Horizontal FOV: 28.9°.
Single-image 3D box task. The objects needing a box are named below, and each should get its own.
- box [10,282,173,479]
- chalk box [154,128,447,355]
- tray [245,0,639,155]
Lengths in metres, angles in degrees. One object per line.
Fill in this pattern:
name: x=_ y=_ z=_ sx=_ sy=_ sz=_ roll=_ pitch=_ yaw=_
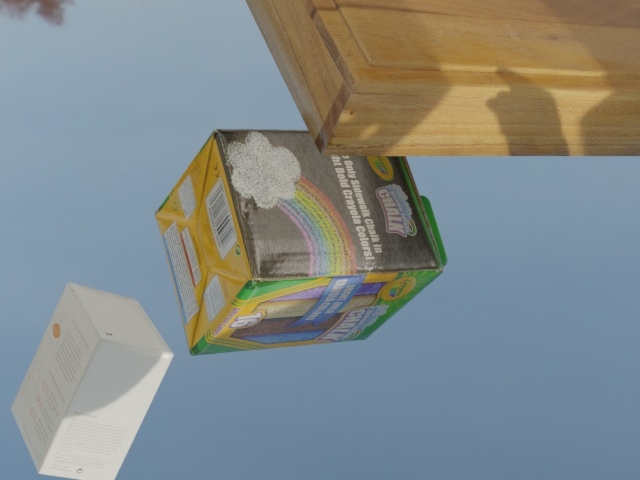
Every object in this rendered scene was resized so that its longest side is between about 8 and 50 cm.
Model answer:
box: x=-0.252 y=0.155 z=1.353 sx=0.091 sy=0.170 sz=0.130 roll=18 pitch=-164 yaw=-34
chalk box: x=0.000 y=0.000 z=0.982 sx=0.213 sy=0.132 sz=0.132 roll=-1 pitch=-118 yaw=-31
tray: x=0.157 y=-0.160 z=0.950 sx=0.411 sy=0.076 sz=0.202 roll=-2 pitch=-131 yaw=-29
